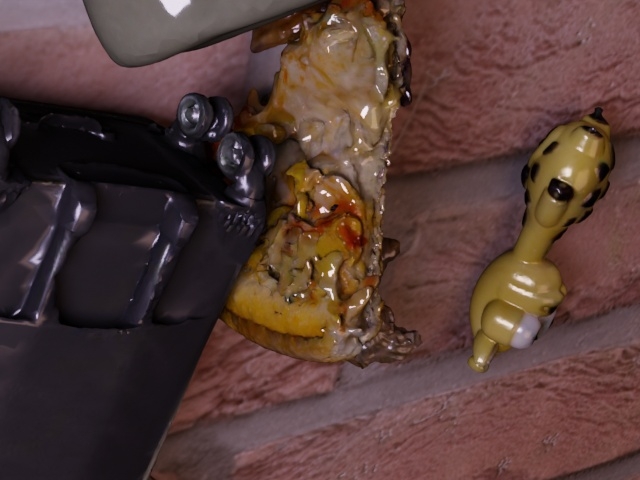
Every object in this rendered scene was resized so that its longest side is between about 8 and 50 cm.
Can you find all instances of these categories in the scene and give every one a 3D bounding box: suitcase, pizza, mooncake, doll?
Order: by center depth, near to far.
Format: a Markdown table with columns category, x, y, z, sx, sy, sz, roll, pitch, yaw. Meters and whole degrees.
| category | x | y | z | sx | sy | sz | roll | pitch | yaw |
| --- | --- | --- | --- | --- | --- | --- | --- | --- | --- |
| mooncake | -0.036 | -0.209 | 1.022 | 0.275 | 0.275 | 0.135 | -21 | 100 | -25 |
| suitcase | -0.235 | 0.079 | 1.121 | 0.283 | 0.194 | 0.433 | 5 | 117 | -42 |
| pizza | -0.008 | -0.034 | 1.142 | 0.074 | 0.251 | 0.287 | 13 | 127 | -41 |
| doll | 0.211 | 0.007 | 1.515 | 0.117 | 0.086 | 0.291 | -36 | 150 | -58 |

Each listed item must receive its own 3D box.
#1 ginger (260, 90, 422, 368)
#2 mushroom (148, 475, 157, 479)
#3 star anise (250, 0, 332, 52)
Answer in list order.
| category | x | y | z | sx | sy | sz | roll | pitch | yaw |
| --- | --- | --- | --- | --- | --- | --- | --- | --- | --- |
| ginger | 0.001 | 0.002 | 1.331 | 0.084 | 0.122 | 0.290 | -67 | 144 | -43 |
| mushroom | -0.198 | 0.271 | 1.375 | 0.236 | 0.173 | 0.162 | -7 | 173 | 10 |
| star anise | 0.010 | -0.200 | 1.208 | 0.168 | 0.057 | 0.167 | -22 | 133 | -26 |
